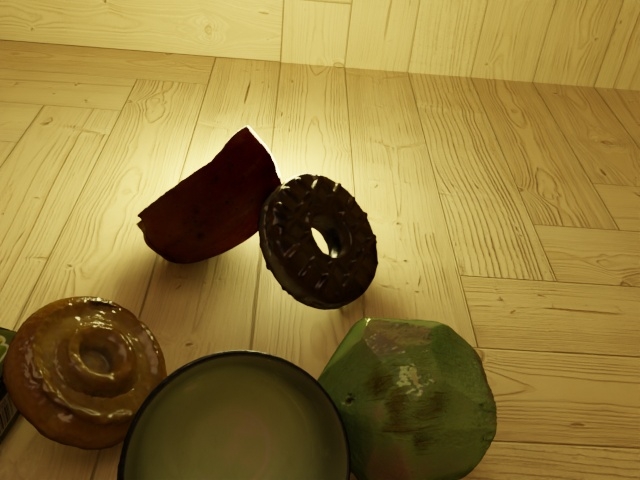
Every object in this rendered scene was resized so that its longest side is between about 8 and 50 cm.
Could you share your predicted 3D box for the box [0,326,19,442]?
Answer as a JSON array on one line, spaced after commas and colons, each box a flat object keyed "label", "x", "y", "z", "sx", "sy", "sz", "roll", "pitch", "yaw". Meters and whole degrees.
[{"label": "box", "x": -0.761, "y": 0.290, "z": 1.212, "sx": 0.420, "sy": 0.138, "sz": 0.373, "roll": 10, "pitch": 37, "yaw": 5}]

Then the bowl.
[{"label": "bowl", "x": -0.141, "y": 0.351, "z": 1.126, "sx": 0.354, "sy": 0.353, "sz": 0.185, "roll": -4, "pitch": -6, "yaw": -13}]

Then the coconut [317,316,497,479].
[{"label": "coconut", "x": 0.132, "y": 0.286, "z": 1.237, "sx": 0.328, "sy": 0.281, "sz": 0.328, "roll": 3, "pitch": 74, "yaw": -11}]

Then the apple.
[{"label": "apple", "x": -0.265, "y": -0.106, "z": 1.652, "sx": 0.365, "sy": 0.328, "sz": 0.295, "roll": -39, "pitch": 50, "yaw": -18}]

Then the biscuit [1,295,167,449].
[{"label": "biscuit", "x": -0.414, "y": 0.230, "z": 1.272, "sx": 0.296, "sy": 0.102, "sz": 0.296, "roll": 27, "pitch": 40, "yaw": -25}]

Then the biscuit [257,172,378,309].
[{"label": "biscuit", "x": 0.000, "y": 0.000, "z": 1.604, "sx": 0.332, "sy": 0.103, "sz": 0.332, "roll": 20, "pitch": 57, "yaw": -34}]
